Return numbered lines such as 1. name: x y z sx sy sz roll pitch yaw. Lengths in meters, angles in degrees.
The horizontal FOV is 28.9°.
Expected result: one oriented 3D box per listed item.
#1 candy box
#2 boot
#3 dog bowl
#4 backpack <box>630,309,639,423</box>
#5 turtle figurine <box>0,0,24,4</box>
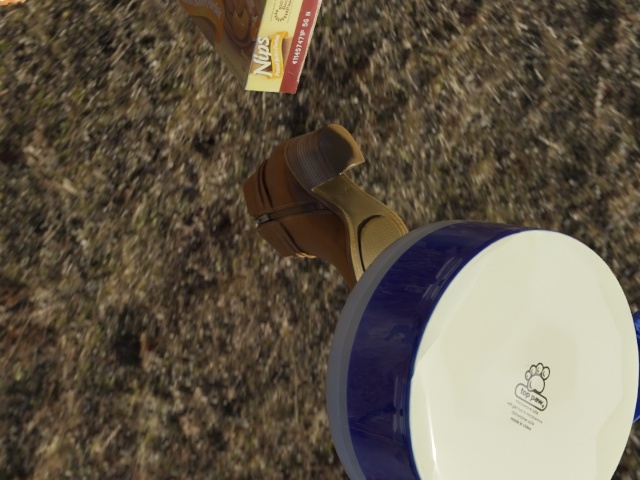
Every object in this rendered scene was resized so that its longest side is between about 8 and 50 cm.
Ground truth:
1. candy box: -0.106 -0.363 1.778 0.087 0.316 0.183 2 122 -27
2. boot: 0.000 0.000 1.671 0.220 0.109 0.284 -27 90 53
3. dog bowl: 0.140 0.117 1.027 0.264 0.104 0.265 -4 96 -36
4. backpack: 0.333 0.121 1.364 0.120 0.098 0.101 44 112 11
5. turtle figurine: -0.374 -0.134 0.956 0.269 0.217 0.087 -12 98 13
